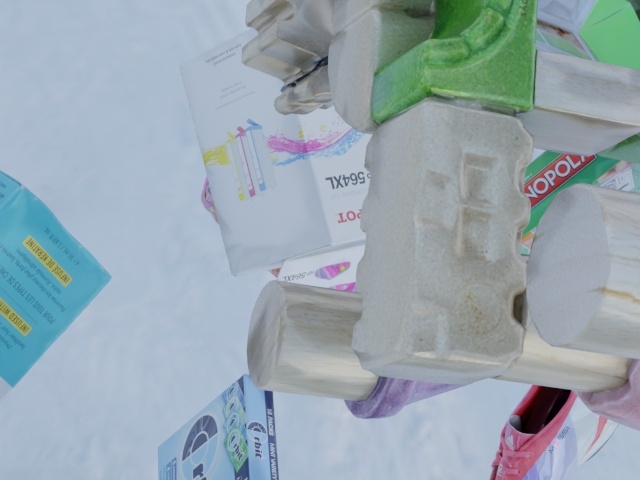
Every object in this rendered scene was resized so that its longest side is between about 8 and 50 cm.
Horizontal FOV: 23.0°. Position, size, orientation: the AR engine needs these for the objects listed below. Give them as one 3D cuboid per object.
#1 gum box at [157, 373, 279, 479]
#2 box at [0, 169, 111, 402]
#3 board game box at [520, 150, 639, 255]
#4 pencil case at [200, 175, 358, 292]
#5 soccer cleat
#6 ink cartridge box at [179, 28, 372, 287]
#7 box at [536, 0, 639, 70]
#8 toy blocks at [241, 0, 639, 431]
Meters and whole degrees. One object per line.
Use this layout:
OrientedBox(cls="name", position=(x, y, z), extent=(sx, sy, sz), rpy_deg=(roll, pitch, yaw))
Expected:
OrientedBox(cls="gum box", position=(-0.112, 0.255, 1.694), extent=(0.041, 0.157, 0.184), rpy_deg=(20, 138, -31))
OrientedBox(cls="box", position=(-0.247, 0.075, 0.952), extent=(0.244, 0.060, 0.100), rpy_deg=(-49, 133, -12))
OrientedBox(cls="board game box", position=(0.218, -0.011, 1.309), extent=(0.213, 0.317, 0.046), rpy_deg=(-38, 70, 19))
OrientedBox(cls="pencil case", position=(0.000, 0.000, 1.706), extent=(0.124, 0.124, 0.284), rpy_deg=(-44, 110, 6))
OrientedBox(cls="soccer cleat", position=(0.225, 0.259, 1.733), extent=(0.116, 0.108, 0.318), rpy_deg=(28, 90, -37))
OrientedBox(cls="ink cartridge box", position=(-0.002, -0.046, 0.875), extent=(0.090, 0.092, 0.143), rpy_deg=(-19, 85, 48))
OrientedBox(cls="box", position=(0.201, -0.213, 1.379), extent=(0.231, 0.262, 0.127), rpy_deg=(27, 84, 33))
OrientedBox(cls="toy blocks", position=(0.141, -0.062, 0.568), extent=(0.260, 0.309, 0.288), rpy_deg=(9, 76, -21))
